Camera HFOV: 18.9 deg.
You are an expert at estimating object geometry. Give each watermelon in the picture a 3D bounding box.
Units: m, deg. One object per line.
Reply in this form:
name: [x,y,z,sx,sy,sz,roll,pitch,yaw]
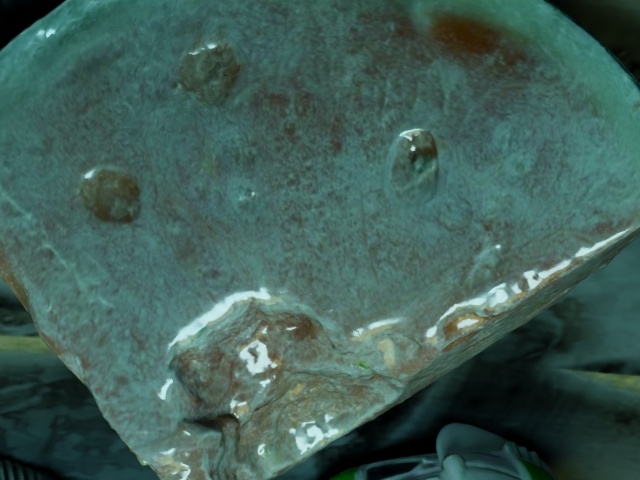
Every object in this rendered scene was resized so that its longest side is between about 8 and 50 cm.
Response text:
watermelon: [0.000,0.000,0.807,0.318,0.226,0.148,2,171,11]

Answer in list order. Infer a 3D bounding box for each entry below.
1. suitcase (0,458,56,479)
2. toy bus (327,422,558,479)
suitcase: [-0.136,0.275,1.062,0.202,0.312,0.128,28,116,-31]
toy bus: [0.087,0.248,1.062,0.143,0.305,0.179,26,121,-33]
